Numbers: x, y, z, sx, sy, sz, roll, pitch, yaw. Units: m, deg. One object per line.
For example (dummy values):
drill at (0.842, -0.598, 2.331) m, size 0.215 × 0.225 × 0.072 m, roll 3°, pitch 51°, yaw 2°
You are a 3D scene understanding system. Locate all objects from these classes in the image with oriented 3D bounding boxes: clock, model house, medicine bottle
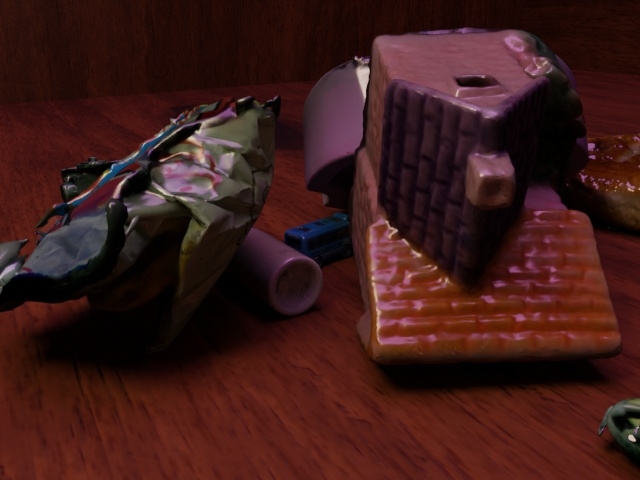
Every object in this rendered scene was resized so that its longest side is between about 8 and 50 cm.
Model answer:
clock at (0.141, -0.120, 0.833) m, size 0.339 × 0.102 × 0.338 m, roll -4°, pitch -10°, yaw -1°
model house at (0.135, -0.024, 0.570) m, size 0.202 × 0.237 × 0.237 m, roll 4°, pitch 33°, yaw -5°
medicine bottle at (-0.080, 0.012, 0.732) m, size 0.059 × 0.059 × 0.231 m, roll -12°, pitch 22°, yaw -29°

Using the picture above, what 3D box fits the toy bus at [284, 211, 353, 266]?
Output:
toy bus at (0.000, 0.000, 0.782) m, size 0.083 × 0.046 × 0.038 m, roll -20°, pitch 26°, yaw -40°

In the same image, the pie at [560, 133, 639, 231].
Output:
pie at (0.437, -0.083, 0.930) m, size 0.315 × 0.092 × 0.315 m, roll -2°, pitch 20°, yaw 1°

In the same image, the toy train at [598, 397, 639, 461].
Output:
toy train at (0.286, 0.086, 0.446) m, size 0.157 × 0.105 × 0.253 m, roll 25°, pitch 29°, yaw 26°

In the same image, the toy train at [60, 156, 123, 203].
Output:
toy train at (-0.279, -0.088, 1.029) m, size 0.200 × 0.083 × 0.132 m, roll -11°, pitch 10°, yaw -27°

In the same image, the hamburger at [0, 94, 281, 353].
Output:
hamburger at (-0.138, -0.001, 0.607) m, size 0.260 × 0.150 × 0.276 m, roll -15°, pitch 26°, yaw 50°
